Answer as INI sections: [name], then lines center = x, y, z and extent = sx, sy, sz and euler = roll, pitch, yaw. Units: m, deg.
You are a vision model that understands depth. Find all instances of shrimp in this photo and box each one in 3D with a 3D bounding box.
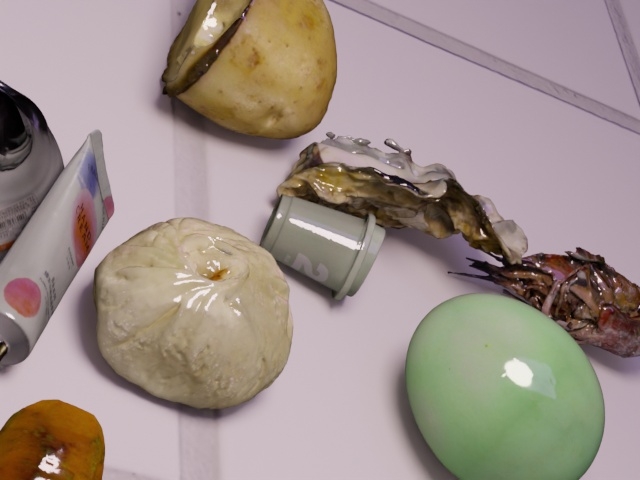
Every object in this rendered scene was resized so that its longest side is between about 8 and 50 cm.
[shrimp]
center = 0.346, 0.084, 1.921
extent = 0.343, 0.116, 0.145
euler = 20, 60, -18

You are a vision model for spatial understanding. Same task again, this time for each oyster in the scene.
[oyster]
center = 0.107, -0.059, 1.819
extent = 0.351, 0.115, 0.238
euler = 7, 15, -21

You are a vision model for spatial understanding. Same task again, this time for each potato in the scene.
[potato]
center = -0.078, -0.253, 1.812
extent = 0.242, 0.242, 0.285
euler = 27, 34, -19

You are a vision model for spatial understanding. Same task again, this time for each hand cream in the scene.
[hand cream]
center = -0.293, 0.021, 1.451
extent = 0.077, 0.124, 0.341
euler = 7, 40, 15

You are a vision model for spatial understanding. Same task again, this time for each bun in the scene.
[bun]
center = -0.131, 0.075, 1.501
extent = 0.243, 0.153, 0.244
euler = 21, 48, -25

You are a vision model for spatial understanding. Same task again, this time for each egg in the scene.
[egg]
center = 0.222, 0.187, 1.634
extent = 0.220, 0.220, 0.270
euler = -16, 67, -47

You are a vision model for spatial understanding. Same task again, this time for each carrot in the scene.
[carrot]
center = -0.282, 0.279, 1.216
extent = 0.114, 0.114, 0.302
euler = 32, 43, -13

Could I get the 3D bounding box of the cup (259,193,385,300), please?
[cup]
center = 0.000, 0.000, 1.713
extent = 0.141, 0.120, 0.120
euler = 26, 41, -7

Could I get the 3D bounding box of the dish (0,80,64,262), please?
[dish]
center = -0.389, -0.119, 1.476
extent = 0.273, 0.134, 0.273
euler = 24, 41, -22
